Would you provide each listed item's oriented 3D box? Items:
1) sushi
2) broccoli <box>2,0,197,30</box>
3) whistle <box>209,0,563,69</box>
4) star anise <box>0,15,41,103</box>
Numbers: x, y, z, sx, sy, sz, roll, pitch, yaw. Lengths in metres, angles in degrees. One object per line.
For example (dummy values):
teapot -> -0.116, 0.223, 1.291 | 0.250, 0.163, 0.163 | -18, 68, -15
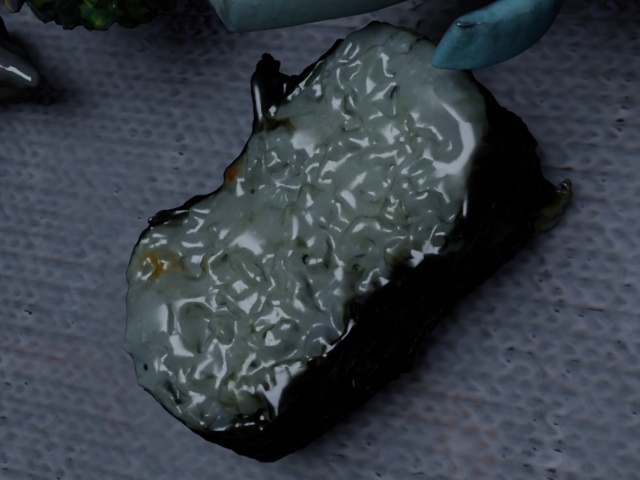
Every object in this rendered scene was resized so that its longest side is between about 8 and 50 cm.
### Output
sushi -> 0.000, 0.000, 0.635 | 0.147, 0.115, 0.212 | 41, 95, 24
broccoli -> -0.115, -0.248, 0.655 | 0.198, 0.177, 0.274 | 33, 129, 18
whistle -> 0.071, -0.165, 0.607 | 0.274, 0.093, 0.186 | -25, 65, -15
star anise -> -0.271, -0.150, 0.804 | 0.315, 0.108, 0.315 | -7, 72, 21
